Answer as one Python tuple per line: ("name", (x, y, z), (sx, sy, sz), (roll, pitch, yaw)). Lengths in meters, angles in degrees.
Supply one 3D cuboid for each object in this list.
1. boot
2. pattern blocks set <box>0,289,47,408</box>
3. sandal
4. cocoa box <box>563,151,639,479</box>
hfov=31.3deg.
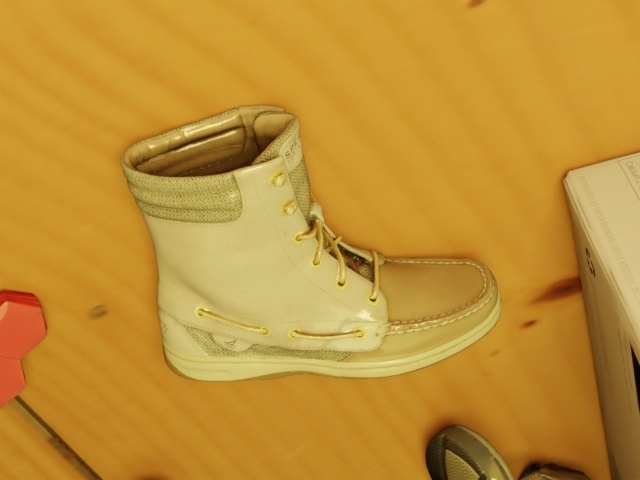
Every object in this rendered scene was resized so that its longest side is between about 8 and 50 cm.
("boot", (0.000, 0.000, 0.670), (0.213, 0.077, 0.165), (-6, 127, 2))
("pattern blocks set", (-0.339, 0.145, 0.686), (0.285, 0.026, 0.325), (19, 106, -34))
("sandal", (0.178, 0.218, 0.859), (0.086, 0.120, 0.303), (-48, 125, -5))
("cocoa box", (0.308, 0.120, 0.702), (0.228, 0.231, 0.347), (-16, 129, 5))
